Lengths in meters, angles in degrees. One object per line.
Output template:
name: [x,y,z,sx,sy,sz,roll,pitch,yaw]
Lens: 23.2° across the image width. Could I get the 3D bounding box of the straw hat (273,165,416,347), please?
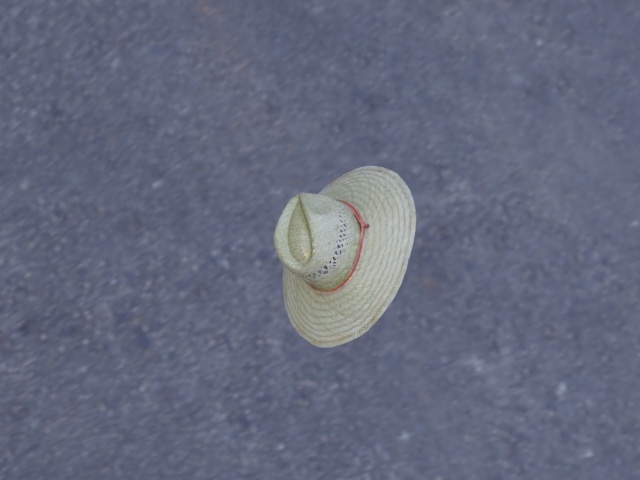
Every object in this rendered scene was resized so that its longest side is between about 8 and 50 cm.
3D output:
straw hat: [0.000,0.000,1.135,0.061,0.144,0.144,27,58,-39]
